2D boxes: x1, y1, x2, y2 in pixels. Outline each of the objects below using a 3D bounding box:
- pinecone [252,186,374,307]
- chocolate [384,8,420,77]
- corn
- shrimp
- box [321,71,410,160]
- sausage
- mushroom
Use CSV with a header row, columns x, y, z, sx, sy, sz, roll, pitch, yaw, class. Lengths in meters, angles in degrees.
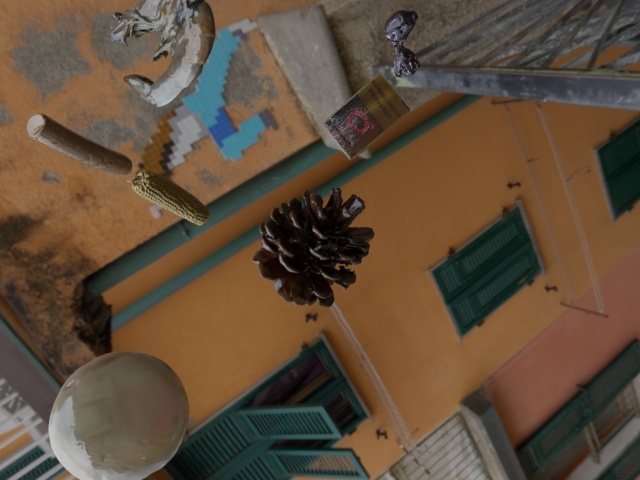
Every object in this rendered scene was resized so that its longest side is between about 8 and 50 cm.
x,y,z,sx,sy,sz,roll,pitch,yaw,class
0.000,0.000,1.384,0.384,0.384,0.384,51,164,20,pinecone
0.181,-0.437,0.989,0.147,0.072,0.070,70,-163,-48,chocolate
-0.527,-0.155,1.595,0.310,0.101,0.101,31,-178,-37,corn
-0.345,-0.407,0.936,0.360,0.246,0.085,19,-171,35,shrimp
0.141,-0.388,1.415,0.159,0.240,0.071,51,-162,-5,box
-0.564,-0.218,1.084,0.066,0.066,0.301,52,-173,16,sausage
-0.487,0.459,1.095,0.315,0.315,0.356,178,102,-73,mushroom
